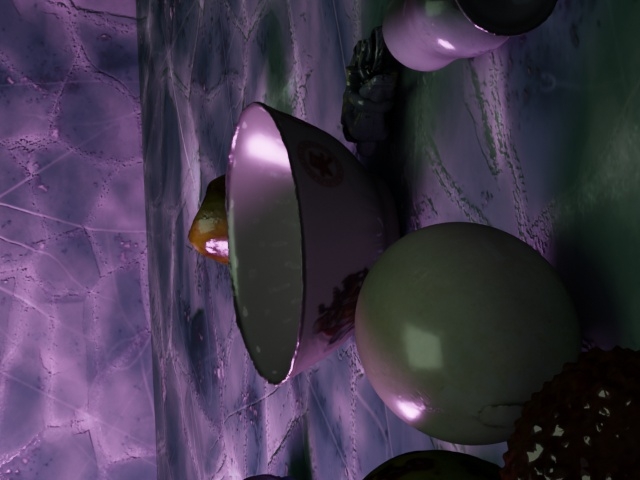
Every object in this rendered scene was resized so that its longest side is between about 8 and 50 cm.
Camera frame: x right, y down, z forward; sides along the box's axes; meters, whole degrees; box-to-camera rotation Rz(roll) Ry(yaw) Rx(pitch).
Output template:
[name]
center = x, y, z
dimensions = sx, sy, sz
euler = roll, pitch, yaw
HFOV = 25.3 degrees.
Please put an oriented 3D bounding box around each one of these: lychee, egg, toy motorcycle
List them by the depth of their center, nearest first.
[lychee]
center = 0.212, 0.168, 0.963
dimensions = 0.238, 0.200, 0.200
euler = 107, 158, -83
[egg]
center = 0.125, 0.078, 1.236
dimensions = 0.253, 0.186, 0.187
euler = -129, 39, -66
[toy motorcycle]
center = 0.055, -0.162, 1.647
dimensions = 0.193, 0.061, 0.124
euler = 119, 151, -71

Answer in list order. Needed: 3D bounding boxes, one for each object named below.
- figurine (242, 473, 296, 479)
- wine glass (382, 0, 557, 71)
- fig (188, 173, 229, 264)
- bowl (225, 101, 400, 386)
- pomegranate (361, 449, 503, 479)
[figurine]
center = -0.068, 0.413, 2.120
dimensions = 0.126, 0.114, 0.157
euler = -65, -21, -14
[wine glass]
center = 0.131, -0.218, 1.318
dimensions = 0.231, 0.103, 0.103
euler = 172, 95, -77
[fig]
center = -0.110, -0.030, 2.137
dimensions = 0.165, 0.154, 0.144
euler = 10, 88, 42
[bowl]
center = 0.000, 0.000, 1.696
dimensions = 0.337, 0.157, 0.337
euler = 176, 90, -73
[pomegranate]
center = 0.122, 0.307, 1.211
dimensions = 0.306, 0.242, 0.242
euler = -151, 60, -68
